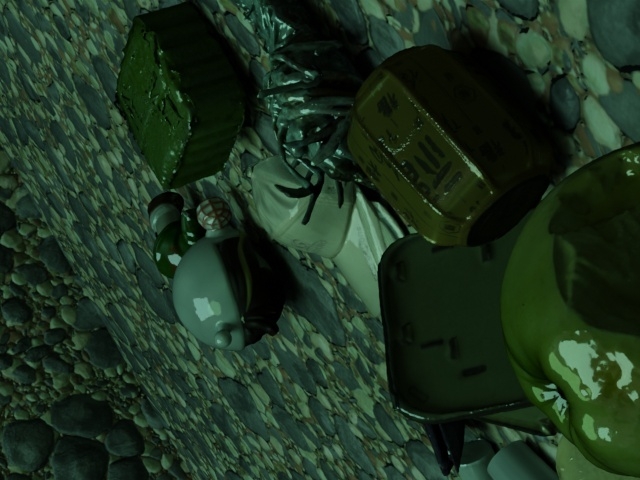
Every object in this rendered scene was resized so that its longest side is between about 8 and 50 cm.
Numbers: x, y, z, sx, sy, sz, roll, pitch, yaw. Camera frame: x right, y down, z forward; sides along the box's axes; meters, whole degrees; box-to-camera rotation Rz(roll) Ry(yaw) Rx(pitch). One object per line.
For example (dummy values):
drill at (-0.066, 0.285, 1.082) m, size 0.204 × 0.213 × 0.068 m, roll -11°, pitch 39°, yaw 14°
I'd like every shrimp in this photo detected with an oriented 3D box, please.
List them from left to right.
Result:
shrimp at (-0.029, -0.178, 1.571) m, size 0.410 × 0.166 × 0.221 m, roll 65°, pitch 164°, yaw 15°

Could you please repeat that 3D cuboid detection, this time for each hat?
hat at (0.000, 0.000, 1.774) m, size 0.219 × 0.164 × 0.226 m, roll 135°, pitch 123°, yaw -70°

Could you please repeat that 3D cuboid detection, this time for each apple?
apple at (0.275, 0.053, 1.092) m, size 0.279 × 0.279 × 0.279 m, roll 46°, pitch 157°, yaw 27°

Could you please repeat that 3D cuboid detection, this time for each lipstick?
lipstick at (0.252, 0.392, 1.874) m, size 0.059 × 0.059 × 0.264 m, roll 14°, pitch 133°, yaw 61°

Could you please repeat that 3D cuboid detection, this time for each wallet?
wallet at (0.150, 0.213, 1.805) m, size 0.111 × 0.030 × 0.166 m, roll -69°, pitch -40°, yaw -61°

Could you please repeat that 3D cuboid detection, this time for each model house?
model house at (0.200, 0.134, 1.464) m, size 0.279 × 0.205 × 0.218 m, roll 55°, pitch -153°, yaw -53°

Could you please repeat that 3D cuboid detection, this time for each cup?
cup at (0.273, 0.315, 1.722) m, size 0.116 × 0.074 × 0.104 m, roll 47°, pitch -174°, yaw 34°

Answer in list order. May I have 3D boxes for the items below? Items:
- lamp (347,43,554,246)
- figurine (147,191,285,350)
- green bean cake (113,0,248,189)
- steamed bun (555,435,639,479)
lamp at (0.125, -0.091, 1.337) m, size 0.185 × 0.161 × 0.161 m, roll 51°, pitch 159°, yaw 23°
figurine at (-0.180, 0.047, 2.209) m, size 0.370 × 0.167 × 0.281 m, roll 47°, pitch 154°, yaw 48°
green bean cake at (-0.198, -0.199, 1.910) m, size 0.200 × 0.113 × 0.214 m, roll 62°, pitch 151°, yaw 18°
steamed bun at (0.330, 0.299, 1.503) m, size 0.212 × 0.110 × 0.231 m, roll 51°, pitch 156°, yaw 17°
